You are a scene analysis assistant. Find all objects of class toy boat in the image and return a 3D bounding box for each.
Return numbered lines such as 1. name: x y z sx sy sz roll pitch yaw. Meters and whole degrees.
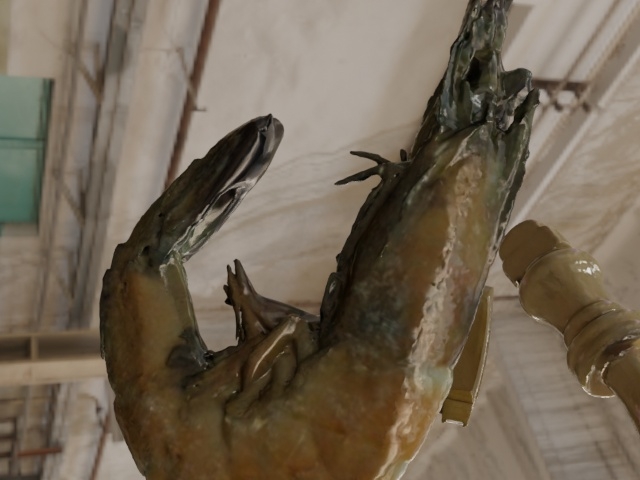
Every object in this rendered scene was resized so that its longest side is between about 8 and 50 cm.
1. toy boat: 0.198 0.153 1.268 0.077 0.057 0.200 77 24 -64

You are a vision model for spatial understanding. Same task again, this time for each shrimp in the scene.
1. shrimp: 0.000 0.000 0.674 0.445 0.272 0.085 -61 163 3

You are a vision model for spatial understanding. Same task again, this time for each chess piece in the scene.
1. chess piece: 0.297 0.114 0.957 0.397 0.117 0.117 -119 -145 -45
